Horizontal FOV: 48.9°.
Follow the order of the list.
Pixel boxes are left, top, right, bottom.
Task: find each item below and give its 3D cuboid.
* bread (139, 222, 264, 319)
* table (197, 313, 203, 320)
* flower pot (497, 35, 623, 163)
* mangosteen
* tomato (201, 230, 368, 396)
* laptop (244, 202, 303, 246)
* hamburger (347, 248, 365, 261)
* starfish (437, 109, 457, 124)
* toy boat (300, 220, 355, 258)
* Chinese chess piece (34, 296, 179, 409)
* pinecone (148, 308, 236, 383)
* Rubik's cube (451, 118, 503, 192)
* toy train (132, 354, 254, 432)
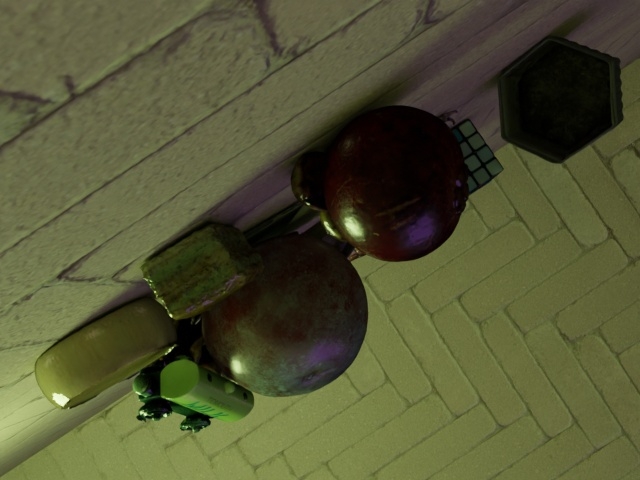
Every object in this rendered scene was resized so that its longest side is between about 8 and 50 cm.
[{"bbox_3d":[-0.167,0.044,1.057,0.138,0.102,0.196,-31,177,3],"label":"bread"},{"bbox_3d":[-0.356,0.254,1.770,0.111,0.122,0.240,-35,175,21],"label":"table"},{"bbox_3d":[0.471,-0.278,1.372,0.239,0.209,0.189,-38,174,31],"label":"flower pot"},{"bbox_3d":[0.073,-0.078,0.973,0.257,0.215,0.215,3,-170,23],"label":"mangosteen"},{"bbox_3d":[-0.064,0.139,1.325,0.316,0.283,0.317,-19,145,-14],"label":"tomato"},{"bbox_3d":[-0.136,0.007,1.382,0.187,0.015,0.269,-32,175,-21],"label":"laptop"},{"bbox_3d":[0.106,-0.032,1.880,0.286,0.146,0.243,-33,-178,-24],"label":"hamburger"},{"bbox_3d":[0.237,-0.230,1.392,0.078,0.028,0.091,-39,172,-1],"label":"starfish"},{"bbox_3d":[-0.015,0.017,1.535,0.276,0.111,0.293,-35,167,-4],"label":"toy boat"},{"bbox_3d":[-0.375,0.201,1.247,0.249,0.103,0.250,-32,175,-3],"label":"Chinese chess piece"},{"bbox_3d":[-0.256,0.246,1.518,0.244,0.309,0.244,-166,-90,-79],"label":"pinecone"},{"bbox_3d":[0.328,-0.180,1.723,0.155,0.154,0.151,-33,175,-6],"label":"Rubik's cube"},{"bbox_3d":[-0.228,0.284,1.302,0.157,0.105,0.253,-17,150,17],"label":"toy train"}]
